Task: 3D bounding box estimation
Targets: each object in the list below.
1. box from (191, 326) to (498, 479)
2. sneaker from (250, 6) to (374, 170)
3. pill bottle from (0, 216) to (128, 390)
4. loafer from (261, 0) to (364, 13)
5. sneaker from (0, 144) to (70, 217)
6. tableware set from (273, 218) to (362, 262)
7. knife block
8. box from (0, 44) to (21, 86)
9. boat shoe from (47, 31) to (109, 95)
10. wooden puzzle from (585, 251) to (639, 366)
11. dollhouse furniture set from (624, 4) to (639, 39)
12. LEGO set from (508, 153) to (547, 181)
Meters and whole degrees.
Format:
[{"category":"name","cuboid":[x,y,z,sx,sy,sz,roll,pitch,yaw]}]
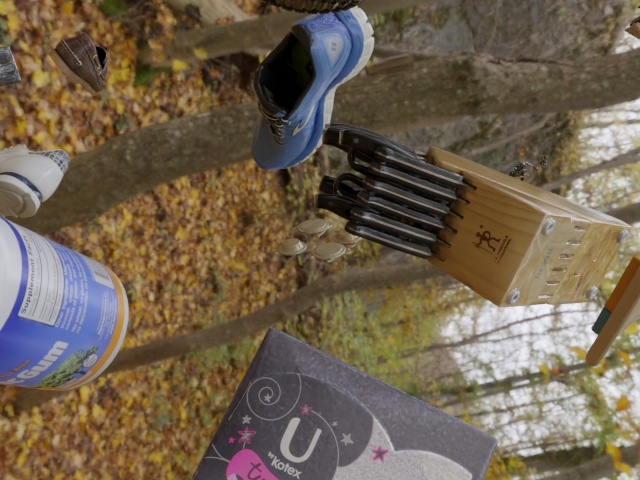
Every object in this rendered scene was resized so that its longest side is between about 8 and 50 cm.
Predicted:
[{"category":"box","cuboid":[0.020,0.217,0.642,0.163,0.247,0.142,-63,177,-16]},{"category":"sneaker","cuboid":[-0.054,-0.220,0.964,0.130,0.147,0.330,52,-37,15]},{"category":"pill bottle","cuboid":[-0.316,0.054,0.597,0.272,0.152,0.152,46,27,-66]},{"category":"loafer","cuboid":[-0.058,-0.245,0.498,0.080,0.220,0.078,-165,-90,-75]},{"category":"sneaker","cuboid":[-0.454,-0.090,0.897,0.095,0.235,0.090,-63,147,-32]},{"category":"tableware set","cuboid":[0.000,0.000,1.237,0.141,0.168,0.020,-36,129,-44]},{"category":"knife block","cuboid":[0.131,-0.034,0.617,0.242,0.275,0.088,38,-66,40]},{"category":"box","cuboid":[-0.919,-0.403,1.528,0.395,0.318,0.097,27,-46,54]},{"category":"boat shoe","cuboid":[-0.387,-0.294,1.061,0.073,0.073,0.207,50,-4,-12]},{"category":"wooden puzzle","cuboid":[0.503,0.064,0.991,0.044,0.238,0.221,37,-44,29]},{"category":"dollhouse furniture set","cuboid":[0.391,-0.306,0.717,0.081,0.114,0.091,43,-7,-5]},{"category":"LEGO set","cuboid":[0.358,-0.128,1.119,0.023,0.083,0.054,59,-19,27]}]
